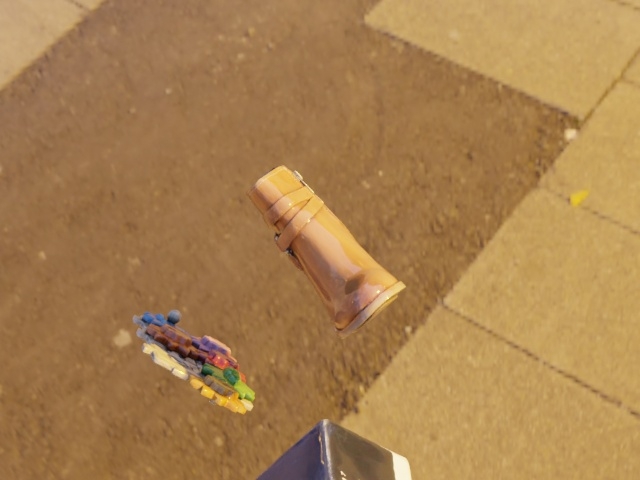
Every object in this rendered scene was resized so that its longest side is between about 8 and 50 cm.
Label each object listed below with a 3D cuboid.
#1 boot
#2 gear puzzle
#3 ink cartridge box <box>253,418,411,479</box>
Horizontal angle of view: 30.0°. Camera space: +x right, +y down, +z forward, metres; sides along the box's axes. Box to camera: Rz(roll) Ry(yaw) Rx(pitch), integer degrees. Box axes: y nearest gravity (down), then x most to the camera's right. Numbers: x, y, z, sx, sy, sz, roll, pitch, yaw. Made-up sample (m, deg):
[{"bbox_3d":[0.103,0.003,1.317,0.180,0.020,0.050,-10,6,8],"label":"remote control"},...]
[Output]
[{"bbox_3d":[0.000,0.000,1.530,0.109,0.283,0.220,-37,99,5],"label":"boot"},{"bbox_3d":[-0.169,0.167,1.684,0.175,0.339,0.044,30,93,-17],"label":"gear puzzle"},{"bbox_3d":[-0.074,0.251,0.602,0.332,0.065,0.165,-47,29,26],"label":"ink cartridge box"}]
